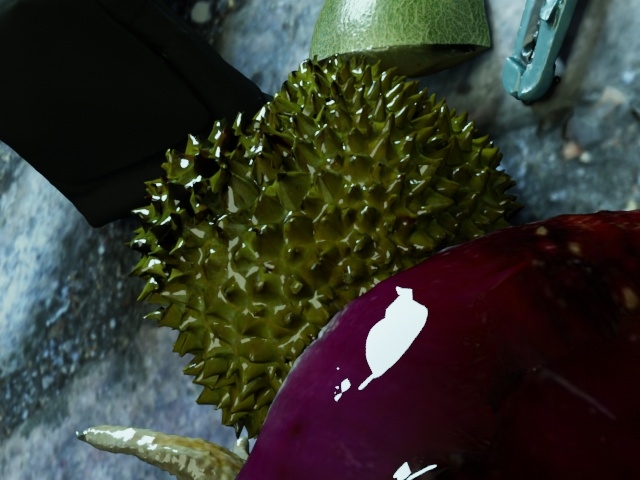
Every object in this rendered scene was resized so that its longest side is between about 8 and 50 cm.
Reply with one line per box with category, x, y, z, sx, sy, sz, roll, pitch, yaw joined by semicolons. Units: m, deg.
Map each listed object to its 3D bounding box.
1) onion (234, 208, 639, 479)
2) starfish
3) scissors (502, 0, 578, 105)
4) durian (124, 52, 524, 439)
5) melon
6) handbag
onion;0.121;0.170;0.954;0.420;0.398;0.398;-165;91;-75
starfish;-0.045;0.296;1.086;0.384;0.132;0.398;171;86;-79
scissors;0.192;-0.286;1.215;0.180;0.032;0.393;18;92;48
durian;0.004;-0.006;1.180;0.258;0.258;0.293;-19;25;41
melon;0.044;-0.174;1.300;0.160;0.079;0.128;-11;69;44
handbag;-0.180;-0.128;1.424;0.247;0.223;0.080;-21;35;41
